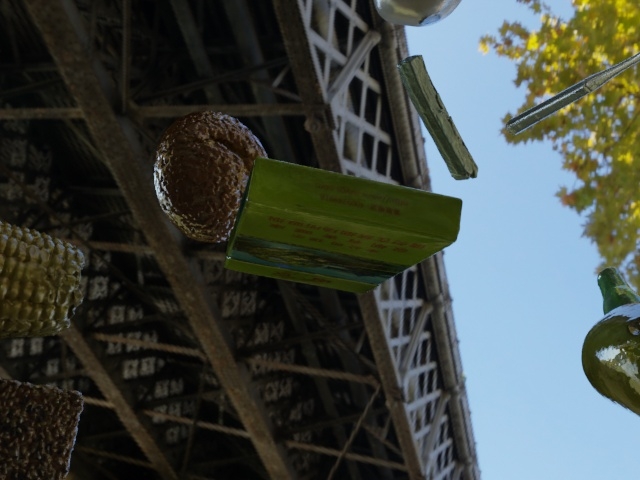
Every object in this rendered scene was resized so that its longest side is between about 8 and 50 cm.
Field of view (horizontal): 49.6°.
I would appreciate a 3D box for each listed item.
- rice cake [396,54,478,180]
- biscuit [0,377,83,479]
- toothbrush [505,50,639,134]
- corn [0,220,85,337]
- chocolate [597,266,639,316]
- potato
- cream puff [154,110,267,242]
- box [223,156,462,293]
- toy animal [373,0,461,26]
[{"bbox_3d":[0.204,-0.208,1.202,0.045,0.042,0.245,-1,-52,55],"label":"rice cake"},{"bbox_3d":[-0.385,0.208,0.744,0.236,0.131,0.026,18,-19,-28],"label":"biscuit"},{"bbox_3d":[0.350,-0.205,0.932,0.025,0.030,0.342,38,-19,-8],"label":"toothbrush"},{"bbox_3d":[-0.393,0.023,0.634,0.344,0.131,0.131,15,-33,-33],"label":"corn"},{"bbox_3d":[0.659,0.172,1.472,0.110,0.291,0.110,0,-51,0],"label":"chocolate"},{"bbox_3d":[0.411,0.146,0.780,0.197,0.149,0.228,33,-1,7],"label":"potato"},{"bbox_3d":[-0.219,-0.139,1.504,0.212,0.303,0.303,-9,-54,21],"label":"cream puff"},{"bbox_3d":[0.000,0.000,0.735,0.186,0.047,0.335,10,-13,-9],"label":"box"},{"bbox_3d":[0.150,-0.482,1.204,0.235,0.165,0.187,42,-86,0],"label":"toy animal"}]
